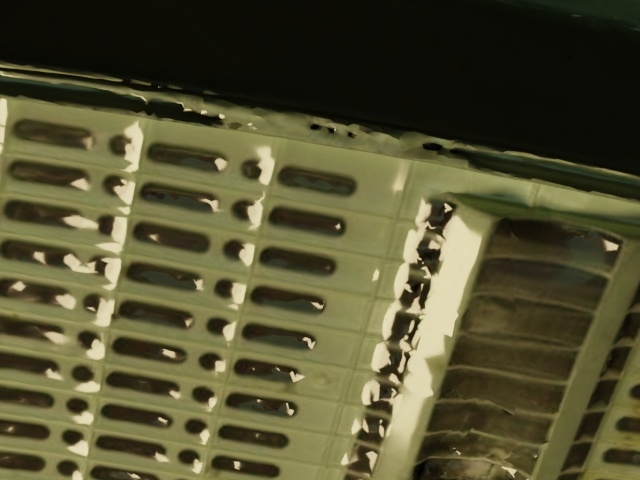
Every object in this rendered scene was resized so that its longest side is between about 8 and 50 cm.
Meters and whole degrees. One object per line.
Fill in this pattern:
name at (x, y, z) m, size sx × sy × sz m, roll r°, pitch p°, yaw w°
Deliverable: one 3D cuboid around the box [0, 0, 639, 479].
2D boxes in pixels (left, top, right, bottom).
box at (0.000, 0.000, 0.521) m, size 0.290 × 0.166 × 0.221 m, roll 10°, pitch 124°, yaw -9°
